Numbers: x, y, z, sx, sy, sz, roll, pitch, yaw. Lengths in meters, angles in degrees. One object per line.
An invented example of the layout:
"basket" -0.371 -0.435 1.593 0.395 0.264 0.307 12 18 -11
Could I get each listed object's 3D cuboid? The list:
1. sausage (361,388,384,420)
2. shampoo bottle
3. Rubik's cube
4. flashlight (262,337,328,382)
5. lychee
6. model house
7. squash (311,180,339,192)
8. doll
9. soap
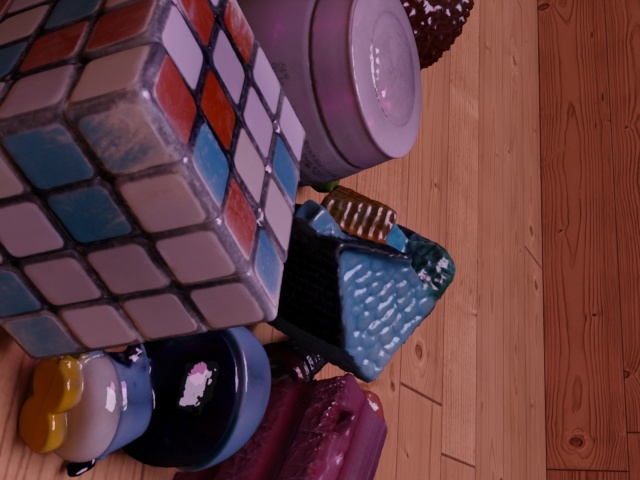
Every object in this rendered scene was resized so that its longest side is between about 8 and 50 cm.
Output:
"sausage" 0.079 0.296 1.427 0.059 0.054 0.094 -138 -148 -68
"shampoo bottle" -0.013 -0.211 1.128 0.273 0.266 0.273 20 67 -62
"Rubik's cube" -0.181 -0.078 0.742 0.253 0.258 0.256 -82 153 -44
"flashlight" -0.026 0.168 1.233 0.232 0.092 0.093 -25 107 -68
"lychee" 0.155 -0.436 1.529 0.267 0.267 0.268 22 65 -60
"model house" 0.000 0.000 1.101 0.226 0.261 0.241 -51 134 -16
"squash" -0.015 -0.220 1.329 0.082 0.082 0.293 -16 98 -63
"doll" -0.163 0.164 0.896 0.314 0.141 0.177 11 107 -51
"soap" -0.058 0.299 0.982 0.127 0.220 0.325 66 27 -20
